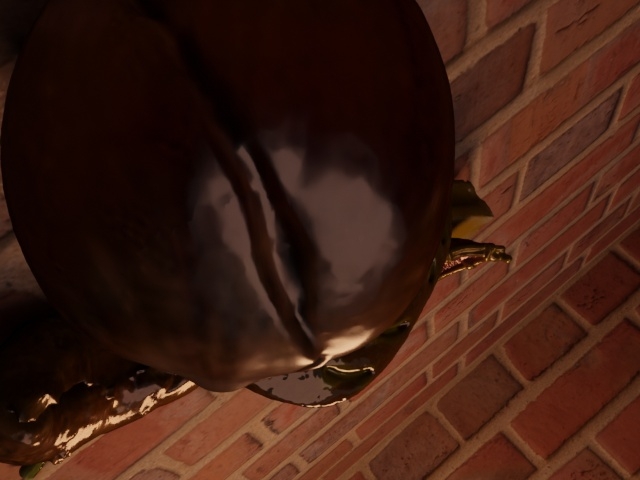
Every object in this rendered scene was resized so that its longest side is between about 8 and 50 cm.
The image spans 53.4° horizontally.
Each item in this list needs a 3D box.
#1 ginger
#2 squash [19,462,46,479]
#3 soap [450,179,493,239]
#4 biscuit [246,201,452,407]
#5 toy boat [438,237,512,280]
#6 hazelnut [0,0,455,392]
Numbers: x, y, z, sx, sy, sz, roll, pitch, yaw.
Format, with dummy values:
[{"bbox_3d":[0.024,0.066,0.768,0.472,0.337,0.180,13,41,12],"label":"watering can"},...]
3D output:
[{"bbox_3d":[-0.275,0.157,0.774,0.321,0.172,0.165,-16,105,-50],"label":"ginger"},{"bbox_3d":[-0.411,0.316,0.940,0.083,0.027,0.027,-49,151,10],"label":"squash"},{"bbox_3d":[0.158,-0.012,1.126,0.315,0.091,0.199,-4,144,-49],"label":"soap"},{"bbox_3d":[0.004,-0.001,0.777,0.350,0.070,0.394,36,70,-23],"label":"biscuit"},{"bbox_3d":[0.162,0.078,1.077,0.318,0.099,0.141,-33,158,5],"label":"toy boat"},{"bbox_3d":[-0.063,-0.065,0.526,0.372,0.372,0.315,-38,180,-10],"label":"hazelnut"}]
